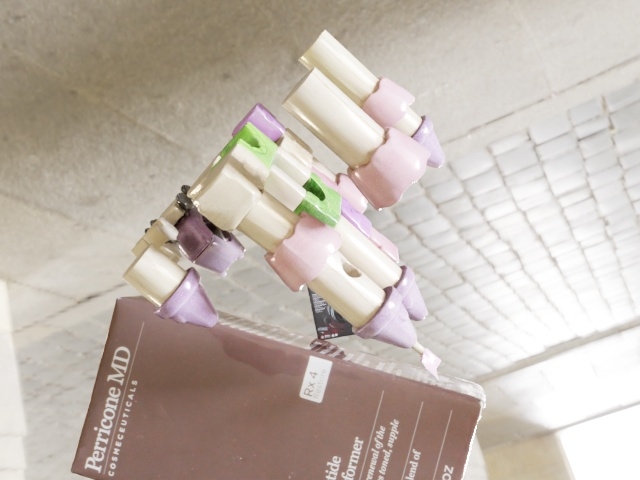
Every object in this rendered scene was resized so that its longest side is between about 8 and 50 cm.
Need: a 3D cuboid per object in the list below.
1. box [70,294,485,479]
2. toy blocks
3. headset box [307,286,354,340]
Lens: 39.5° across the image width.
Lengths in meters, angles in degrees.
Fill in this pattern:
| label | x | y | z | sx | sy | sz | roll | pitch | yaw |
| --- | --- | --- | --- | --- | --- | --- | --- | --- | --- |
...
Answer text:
| label | x | y | z | sx | sy | sz | roll | pitch | yaw |
| --- | --- | --- | --- | --- | --- | --- | --- | --- | --- |
| box | -0.038 | 0.192 | 0.920 | 0.382 | 0.191 | 0.143 | 14 | 180 | 10 |
| toy blocks | 0.000 | 0.000 | 0.880 | 0.309 | 0.260 | 0.288 | -45 | -166 | 17 |
| headset box | 0.020 | 0.065 | 1.004 | 0.062 | 0.083 | 0.032 | -10 | -170 | 5 |
